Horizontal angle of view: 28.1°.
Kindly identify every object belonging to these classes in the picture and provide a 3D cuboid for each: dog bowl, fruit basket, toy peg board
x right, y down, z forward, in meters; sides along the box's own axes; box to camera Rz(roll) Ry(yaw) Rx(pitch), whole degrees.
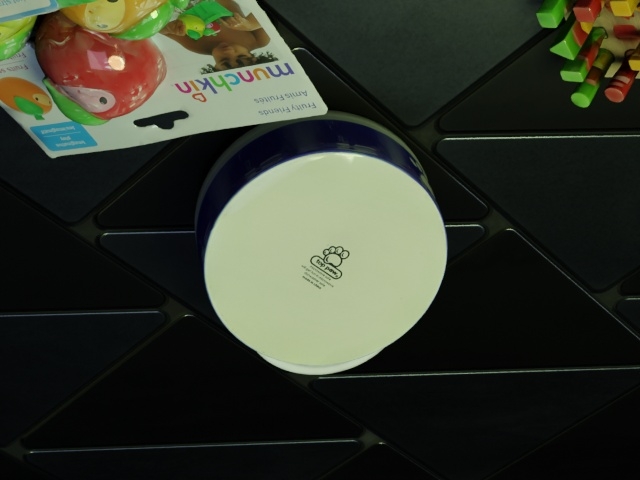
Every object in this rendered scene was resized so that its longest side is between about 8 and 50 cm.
[{"bbox_3d":[0.000,0.000,1.372,0.265,0.104,0.265,-4,120,-7],"label":"dog bowl"},{"bbox_3d":[-0.212,-0.187,1.078,0.327,0.165,0.353,-6,138,28],"label":"fruit basket"},{"bbox_3d":[0.296,-0.196,1.226,0.160,0.079,0.161,9,146,39],"label":"toy peg board"}]

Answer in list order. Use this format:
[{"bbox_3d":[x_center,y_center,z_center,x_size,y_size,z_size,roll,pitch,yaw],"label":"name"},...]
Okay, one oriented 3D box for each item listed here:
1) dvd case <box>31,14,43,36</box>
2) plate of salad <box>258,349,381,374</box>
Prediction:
[{"bbox_3d":[-0.245,-0.270,1.145,0.238,0.030,0.179,-7,134,28],"label":"dvd case"},{"bbox_3d":[0.005,0.075,1.510,0.199,0.048,0.200,-6,123,-9],"label":"plate of salad"}]
